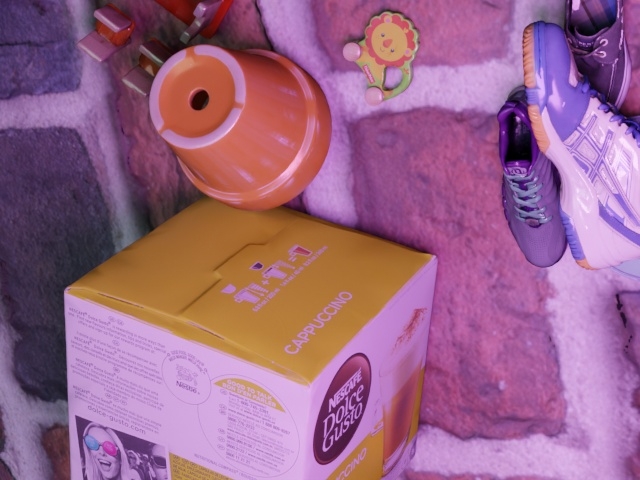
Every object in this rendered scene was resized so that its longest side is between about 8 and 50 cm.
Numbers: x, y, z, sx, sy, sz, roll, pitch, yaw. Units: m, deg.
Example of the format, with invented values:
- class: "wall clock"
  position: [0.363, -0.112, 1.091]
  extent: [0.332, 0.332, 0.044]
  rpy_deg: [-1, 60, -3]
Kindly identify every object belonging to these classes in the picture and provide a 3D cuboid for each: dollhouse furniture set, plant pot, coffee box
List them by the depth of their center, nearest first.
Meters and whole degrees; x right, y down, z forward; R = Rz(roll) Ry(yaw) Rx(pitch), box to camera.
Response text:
- class: "plant pot"
  position: [-0.113, -0.154, 1.474]
  extent: [0.205, 0.188, 0.205]
  rpy_deg: [-4, 79, 21]
- class: "coffee box"
  position: [-0.084, 0.175, 1.511]
  extent: [0.338, 0.337, 0.334]
  rpy_deg: [19, 123, 23]
- class: "dollhouse furniture set"
  position: [-0.231, -0.370, 1.567]
  extent: [0.259, 0.135, 0.262]
  rpy_deg: [37, 122, 0]

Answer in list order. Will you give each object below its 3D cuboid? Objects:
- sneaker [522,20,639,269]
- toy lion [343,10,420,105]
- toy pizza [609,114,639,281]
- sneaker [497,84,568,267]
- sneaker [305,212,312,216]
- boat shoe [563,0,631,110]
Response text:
- class: "sneaker"
  position: [0.310, -0.114, 1.309]
  extent: [0.131, 0.112, 0.296]
  rpy_deg: [-14, 114, 22]
- class: "toy lion"
  position: [0.084, -0.230, 1.477]
  extent: [0.096, 0.034, 0.100]
  rpy_deg: [-23, 95, 26]
- class: "toy pizza"
  position: [0.385, -0.048, 1.369]
  extent: [0.201, 0.032, 0.201]
  rpy_deg: [11, 112, 27]
- class: "sneaker"
  position: [0.238, -0.067, 1.404]
  extent: [0.083, 0.098, 0.224]
  rpy_deg: [-2, 106, 30]
- class: "sneaker"
  position: [0.000, 0.000, 1.607]
  extent: [0.035, 0.031, 0.083]
  rpy_deg: [-13, 109, 24]
- class: "boat shoe"
  position: [0.304, -0.238, 1.319]
  extent: [0.080, 0.076, 0.229]
  rpy_deg: [12, 113, 25]
